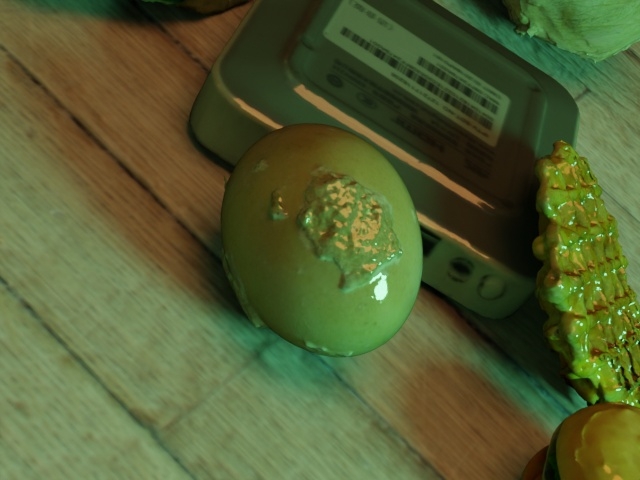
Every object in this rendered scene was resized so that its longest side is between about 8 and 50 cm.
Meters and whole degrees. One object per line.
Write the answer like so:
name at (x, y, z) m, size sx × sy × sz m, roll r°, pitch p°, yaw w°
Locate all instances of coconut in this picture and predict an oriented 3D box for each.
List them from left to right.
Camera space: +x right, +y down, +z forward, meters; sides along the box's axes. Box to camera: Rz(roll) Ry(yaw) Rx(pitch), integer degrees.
coconut at (0.321, -0.370, 1.480) m, size 0.297 × 0.254 × 0.297 m, roll 45°, pitch 24°, yaw -27°

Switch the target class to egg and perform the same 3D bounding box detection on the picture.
egg at (0.003, -0.001, 0.964) m, size 0.164 × 0.164 × 0.201 m, roll 3°, pitch 51°, yaw -34°

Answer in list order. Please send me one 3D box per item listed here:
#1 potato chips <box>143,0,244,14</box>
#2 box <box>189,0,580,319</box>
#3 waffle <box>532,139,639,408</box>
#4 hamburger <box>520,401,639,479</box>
potato chips at (-0.252, -0.353, 1.207) m, size 0.358 × 0.070 × 0.429 m, roll 47°, pitch 39°, yaw 17°
box at (0.085, -0.131, 1.207) m, size 0.367 × 0.090 × 0.373 m, roll 30°, pitch 38°, yaw -7°
waffle at (0.245, 0.032, 1.097) m, size 0.243 × 0.059 × 0.237 m, roll 56°, pitch 33°, yaw -35°
hamburger at (0.238, 0.210, 0.956) m, size 0.162 × 0.115 × 0.162 m, roll 18°, pitch 41°, yaw -17°
